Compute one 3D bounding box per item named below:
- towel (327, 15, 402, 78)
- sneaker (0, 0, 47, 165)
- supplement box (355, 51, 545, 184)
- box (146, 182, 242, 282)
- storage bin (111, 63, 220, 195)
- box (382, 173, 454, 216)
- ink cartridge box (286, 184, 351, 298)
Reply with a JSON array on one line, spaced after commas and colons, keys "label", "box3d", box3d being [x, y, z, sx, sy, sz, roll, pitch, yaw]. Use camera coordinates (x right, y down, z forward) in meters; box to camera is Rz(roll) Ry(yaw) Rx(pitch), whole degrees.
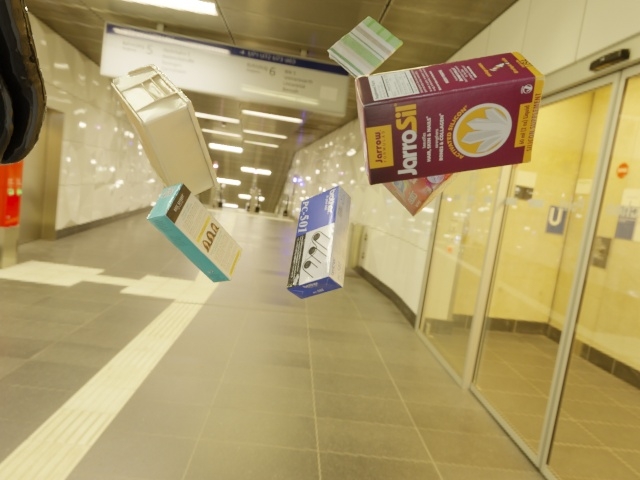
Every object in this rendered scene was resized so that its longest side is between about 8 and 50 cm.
[{"label": "towel", "box3d": [0.106, -0.452, 1.058, 0.113, 0.152, 0.023, 43, -16, 8]}, {"label": "sneaker", "box3d": [-0.343, -0.078, 0.256, 0.257, 0.447, 0.169, 49, 20, 6]}, {"label": "supplement box", "box3d": [0.140, -0.138, 0.514, 0.188, 0.104, 0.081, -8, 40, 5]}, {"label": "box", "box3d": [-0.285, -0.011, 1.049, 0.060, 0.101, 0.244, -10, -44, 27]}, {"label": "storage bin", "box3d": [-0.400, -0.274, 1.157, 0.123, 0.262, 0.260, -30, 52, -18]}, {"label": "box", "box3d": [0.208, -0.152, 0.903, 0.123, 0.128, 0.257, 49, -1, 8]}, {"label": "ink cartridge box", "box3d": [0.000, 0.000, 0.840, 0.097, 0.207, 0.046, -20, -44, 33]}]
